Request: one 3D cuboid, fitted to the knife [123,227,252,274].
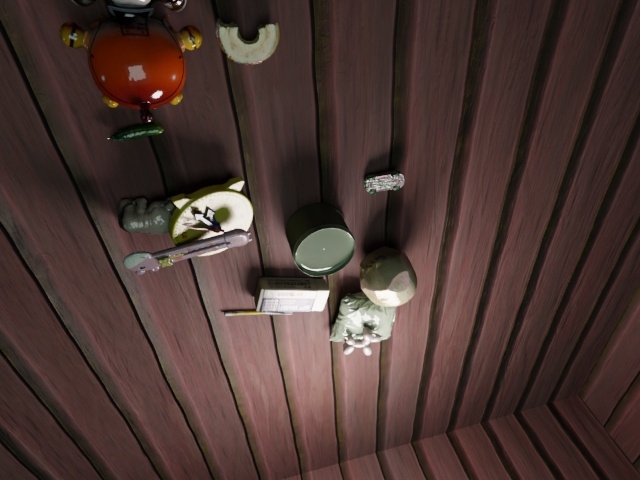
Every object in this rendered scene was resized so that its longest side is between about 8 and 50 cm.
[{"bbox_3d":[-0.414,0.034,1.428,0.398,0.038,0.132,-17,153,-10],"label":"knife"}]

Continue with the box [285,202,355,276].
[{"bbox_3d":[0.000,0.000,1.606,0.225,0.149,0.226,-9,130,-11],"label":"box"}]

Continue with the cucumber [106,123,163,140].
[{"bbox_3d":[-0.523,-0.306,1.268,0.154,0.037,0.037,-13,130,-9],"label":"cucumber"}]

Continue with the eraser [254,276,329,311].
[{"bbox_3d":[-0.115,0.216,1.784,0.278,0.081,0.124,3,126,-20],"label":"eraser"}]

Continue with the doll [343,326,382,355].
[{"bbox_3d":[0.177,0.425,1.897,0.160,0.059,0.160,3,135,-3],"label":"doll"}]

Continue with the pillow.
[{"bbox_3d":[0.191,0.333,1.940,0.283,0.138,0.310,-4,131,-13],"label":"pillow"}]

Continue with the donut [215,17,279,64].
[{"bbox_3d":[-0.192,-0.524,1.182,0.165,0.065,0.108,-6,129,-14],"label":"donut"}]

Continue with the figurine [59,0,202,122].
[{"bbox_3d":[-0.438,-0.460,1.067,0.319,0.196,0.324,-9,120,-19],"label":"figurine"}]

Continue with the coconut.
[{"bbox_3d":[0.258,0.134,1.750,0.227,0.227,0.230,-28,130,5],"label":"coconut"}]

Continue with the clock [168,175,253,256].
[{"bbox_3d":[-0.344,-0.055,1.449,0.276,0.071,0.294,-25,146,-19],"label":"clock"}]

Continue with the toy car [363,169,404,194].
[{"bbox_3d":[0.222,-0.209,1.574,0.142,0.055,0.069,-8,130,6],"label":"toy car"}]

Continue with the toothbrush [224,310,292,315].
[{"bbox_3d":[-0.251,0.295,1.844,0.287,0.021,0.024,2,116,-19],"label":"toothbrush"}]

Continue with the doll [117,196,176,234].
[{"bbox_3d":[-0.535,-0.073,1.413,0.191,0.095,0.149,-5,127,-11],"label":"doll"}]
